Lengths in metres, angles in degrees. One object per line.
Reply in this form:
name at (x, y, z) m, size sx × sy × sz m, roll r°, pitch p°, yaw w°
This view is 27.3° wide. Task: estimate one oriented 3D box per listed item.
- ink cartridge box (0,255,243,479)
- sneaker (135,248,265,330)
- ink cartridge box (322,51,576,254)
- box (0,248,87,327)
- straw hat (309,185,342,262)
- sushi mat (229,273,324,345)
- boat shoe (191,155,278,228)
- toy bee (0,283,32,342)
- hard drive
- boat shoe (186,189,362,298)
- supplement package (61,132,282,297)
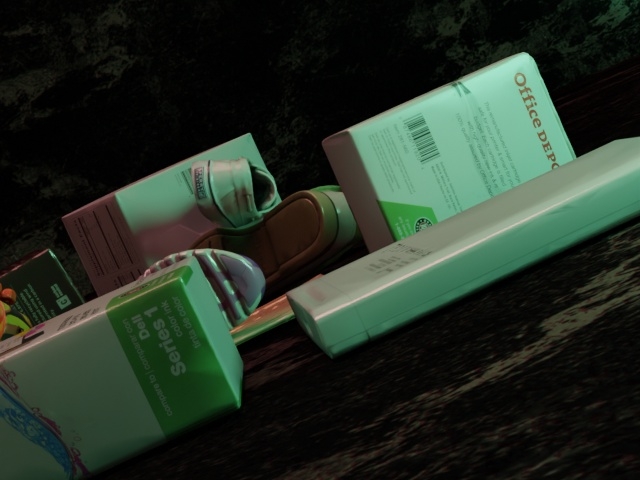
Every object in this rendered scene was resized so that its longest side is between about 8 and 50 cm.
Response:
ink cartridge box at (-0.211, 0.126, 1.082) m, size 0.278 × 0.117 × 0.201 m, roll -25°, pitch 5°, yaw -1°
sneaker at (-0.156, 0.070, 1.391) m, size 0.236 × 0.095 × 0.104 m, roll -23°, pitch -3°, yaw 23°
ink cartridge box at (0.138, -0.078, 1.360) m, size 0.219 × 0.160 × 0.092 m, roll -25°, pitch 5°, yaw -18°
box at (-0.508, 0.161, 1.805) m, size 0.381 × 0.143 × 0.191 m, roll -34°, pitch 9°, yaw -15°
straw hat at (0.000, 0.000, 1.727) m, size 0.144 × 0.144 × 0.061 m, roll -25°, pitch 47°, yaw -5°
sushi mat at (-0.112, 0.109, 1.384) m, size 0.316 × 0.019 × 0.151 m, roll -25°, pitch 6°, yaw -18°
boat shoe at (-0.095, -0.055, 1.700) m, size 0.084 × 0.095 × 0.258 m, roll -11°, pitch -4°, yaw 8°
toy bee at (-0.413, 0.142, 1.637) m, size 0.298 × 0.162 × 0.195 m, roll -16°, pitch -39°, yaw 0°
hard drive at (0.147, -0.001, 1.156) m, size 0.353 × 0.047 × 0.233 m, roll -25°, pitch 5°, yaw -5°
boat shoe at (-0.058, 0.021, 1.643) m, size 0.103 × 0.113 × 0.302 m, roll 0°, pitch -15°, yaw -43°
supplement package at (-0.187, -0.003, 1.847) m, size 0.145 × 0.204 × 0.262 m, roll -20°, pitch 7°, yaw 47°
